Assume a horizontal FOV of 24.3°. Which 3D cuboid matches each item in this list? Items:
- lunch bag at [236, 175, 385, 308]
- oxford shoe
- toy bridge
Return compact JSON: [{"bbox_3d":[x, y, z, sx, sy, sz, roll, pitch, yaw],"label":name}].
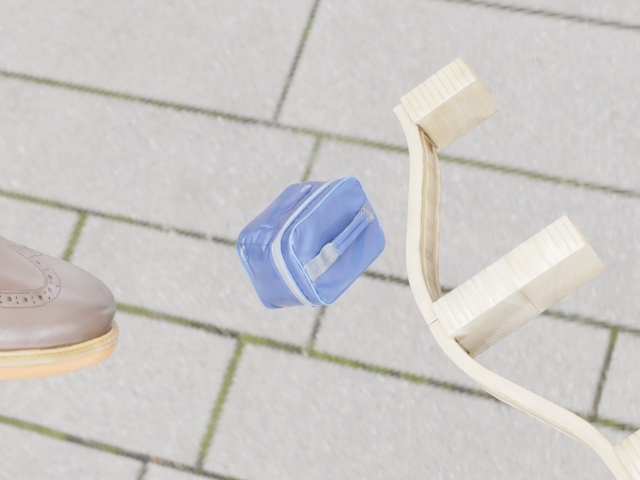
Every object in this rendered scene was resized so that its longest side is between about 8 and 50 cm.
[{"bbox_3d":[0.000,0.000,1.016,0.065,0.067,0.098,-3,33,44],"label":"lunch bag"},{"bbox_3d":[-0.260,-0.011,0.897,0.130,0.363,0.133,39,104,48],"label":"oxford shoe"},{"bbox_3d":[0.068,0.018,0.520,0.063,0.026,0.188,-34,54,10],"label":"toy bridge"}]
